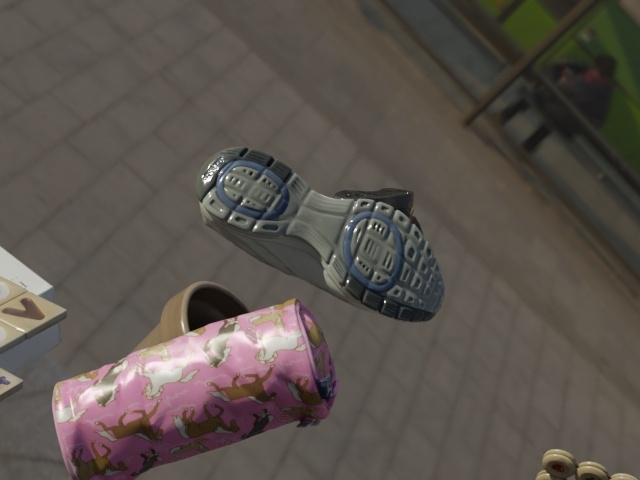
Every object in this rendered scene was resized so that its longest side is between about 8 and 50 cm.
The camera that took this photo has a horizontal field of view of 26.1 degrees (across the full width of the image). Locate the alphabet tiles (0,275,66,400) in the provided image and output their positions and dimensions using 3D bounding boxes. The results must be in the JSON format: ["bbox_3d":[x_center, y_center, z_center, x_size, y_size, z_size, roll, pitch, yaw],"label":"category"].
[{"bbox_3d":[-0.292,0.073,0.905,0.198,0.009,0.237,22,34,29],"label":"alphabet tiles"}]

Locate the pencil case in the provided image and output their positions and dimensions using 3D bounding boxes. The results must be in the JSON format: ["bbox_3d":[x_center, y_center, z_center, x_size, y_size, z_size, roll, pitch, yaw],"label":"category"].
[{"bbox_3d":[-0.170,0.214,1.870,0.160,0.386,0.167,65,8,-58],"label":"pencil case"}]

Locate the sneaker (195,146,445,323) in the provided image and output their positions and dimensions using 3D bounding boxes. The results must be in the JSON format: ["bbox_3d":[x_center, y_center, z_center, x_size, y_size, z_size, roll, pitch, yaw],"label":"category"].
[{"bbox_3d":[0.000,0.000,1.502,0.297,0.111,0.129,31,-19,-2],"label":"sneaker"}]

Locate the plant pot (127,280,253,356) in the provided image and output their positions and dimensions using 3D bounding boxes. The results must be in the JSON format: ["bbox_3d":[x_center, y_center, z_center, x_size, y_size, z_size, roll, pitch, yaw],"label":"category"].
[{"bbox_3d":[-0.226,0.233,2.348,0.263,0.229,0.263,42,29,-30],"label":"plant pot"}]

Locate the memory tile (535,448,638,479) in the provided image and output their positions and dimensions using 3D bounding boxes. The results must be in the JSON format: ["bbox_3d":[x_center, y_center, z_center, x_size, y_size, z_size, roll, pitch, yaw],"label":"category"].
[{"bbox_3d":[0.305,0.285,1.503,0.148,0.113,0.012,18,46,10],"label":"memory tile"}]

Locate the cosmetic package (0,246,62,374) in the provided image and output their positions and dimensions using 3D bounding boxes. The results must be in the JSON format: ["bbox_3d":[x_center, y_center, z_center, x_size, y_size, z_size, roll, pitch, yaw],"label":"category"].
[{"bbox_3d":[-0.500,0.101,1.393,0.284,0.097,0.377,34,52,27],"label":"cosmetic package"}]

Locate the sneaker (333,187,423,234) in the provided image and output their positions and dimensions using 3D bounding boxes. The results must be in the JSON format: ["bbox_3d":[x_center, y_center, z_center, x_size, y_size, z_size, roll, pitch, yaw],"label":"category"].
[{"bbox_3d":[0.074,-0.018,1.730,0.051,0.089,0.170,16,15,38],"label":"sneaker"}]
